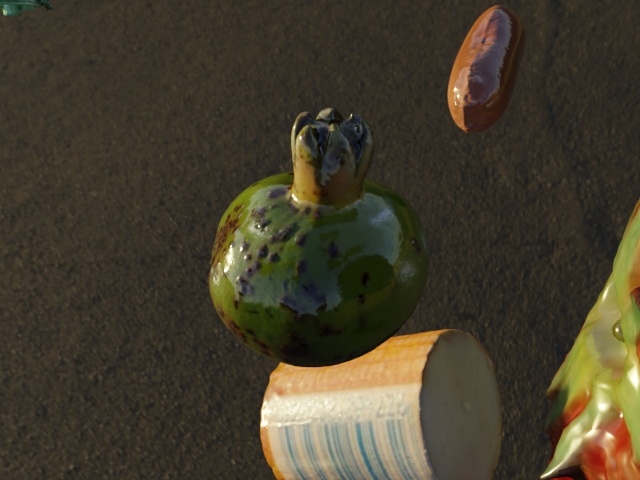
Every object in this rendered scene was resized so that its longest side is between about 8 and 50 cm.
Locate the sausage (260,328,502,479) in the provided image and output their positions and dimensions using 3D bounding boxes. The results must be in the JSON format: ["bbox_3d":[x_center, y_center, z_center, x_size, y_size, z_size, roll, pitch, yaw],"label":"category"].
[{"bbox_3d":[0.088,0.254,1.181,0.287,0.233,0.233,-16,47,38],"label":"sausage"}]

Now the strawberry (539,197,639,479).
[{"bbox_3d":[0.284,0.104,0.448,0.310,0.292,0.292,30,66,16],"label":"strawberry"}]

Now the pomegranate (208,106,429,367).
[{"bbox_3d":[0.000,0.000,0.737,0.202,0.248,0.202,1,33,-1],"label":"pomegranate"}]

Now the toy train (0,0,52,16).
[{"bbox_3d":[-0.363,-0.265,0.727,0.194,0.120,0.298,3,12,3],"label":"toy train"}]

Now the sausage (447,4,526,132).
[{"bbox_3d":[0.184,-0.191,0.917,0.077,0.077,0.194,7,45,18],"label":"sausage"}]
